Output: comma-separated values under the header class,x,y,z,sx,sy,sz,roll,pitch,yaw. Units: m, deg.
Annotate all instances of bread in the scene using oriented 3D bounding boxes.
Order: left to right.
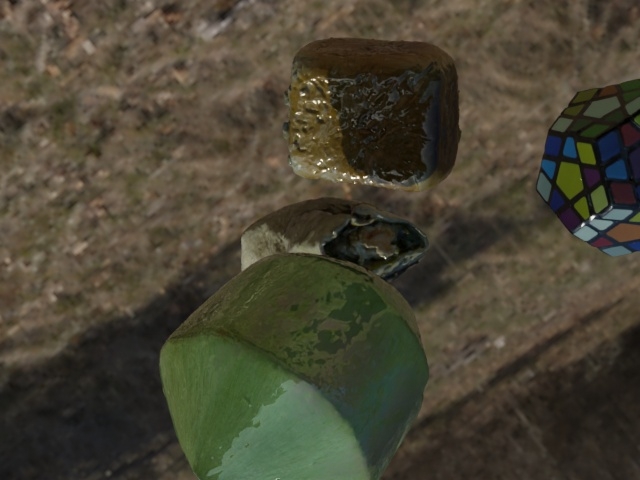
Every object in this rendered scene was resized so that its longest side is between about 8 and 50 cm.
class,x,y,z,sx,sy,sz,roll,pitch,yaw
bread,0.070,-0.180,1.685,0.246,0.196,0.176,8,-160,19

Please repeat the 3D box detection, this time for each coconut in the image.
class,x,y,z,sx,sy,sz,roll,pitch,yaw
coconut,-0.040,0.168,1.433,0.328,0.328,0.281,-39,143,-31

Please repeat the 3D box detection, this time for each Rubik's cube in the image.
class,x,y,z,sx,sy,sz,roll,pitch,yaw
Rubik's cube,0.226,-0.053,0.914,0.133,0.112,0.133,-49,152,-39

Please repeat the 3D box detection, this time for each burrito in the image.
class,x,y,z,sx,sy,sz,roll,pitch,yaw
burrito,-0.003,0.000,1.957,0.190,0.135,0.332,-35,-159,-25
